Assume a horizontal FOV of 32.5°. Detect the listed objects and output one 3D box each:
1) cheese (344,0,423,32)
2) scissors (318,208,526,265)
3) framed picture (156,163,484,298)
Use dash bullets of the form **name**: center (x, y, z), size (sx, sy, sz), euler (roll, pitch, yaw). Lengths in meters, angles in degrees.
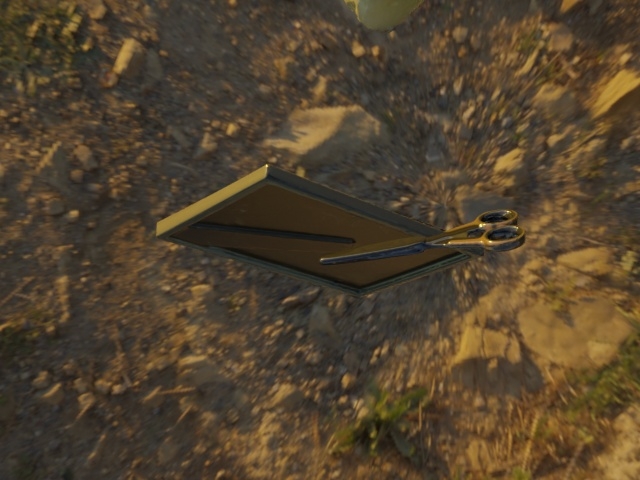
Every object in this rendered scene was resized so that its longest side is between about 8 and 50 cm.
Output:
- **cheese**: center (0.059, -0.351, 1.340), size (0.123, 0.093, 0.167), euler (-45, 61, 27)
- **scissors**: center (0.106, 0.004, 1.166), size (0.220, 0.088, 0.017), euler (-10, 115, 3)
- **framed picture**: center (0.000, 0.000, 1.363), size (0.335, 0.247, 0.022), euler (18, 64, -33)
